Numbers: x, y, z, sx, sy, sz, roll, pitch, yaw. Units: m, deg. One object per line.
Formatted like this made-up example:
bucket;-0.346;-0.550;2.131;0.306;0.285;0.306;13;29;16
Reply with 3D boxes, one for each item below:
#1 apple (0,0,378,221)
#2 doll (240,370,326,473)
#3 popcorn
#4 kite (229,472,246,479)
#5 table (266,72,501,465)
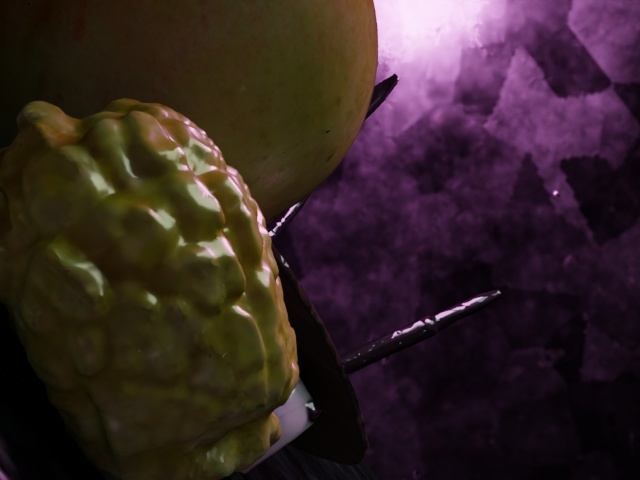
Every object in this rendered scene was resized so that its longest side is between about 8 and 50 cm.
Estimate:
apple;-0.109;-0.165;1.139;0.319;0.319;0.277;51;-42;33
doll;-0.087;0.122;1.366;0.181;0.107;0.110;41;20;7
popcorn;-0.104;0.047;0.953;0.286;0.174;0.225;74;-5;-59
kite;-0.007;0.296;1.381;0.323;0.013;0.268;50;0;-15
table;0.000;0.000;1.476;0.317;0.249;0.317;33;-35;27
